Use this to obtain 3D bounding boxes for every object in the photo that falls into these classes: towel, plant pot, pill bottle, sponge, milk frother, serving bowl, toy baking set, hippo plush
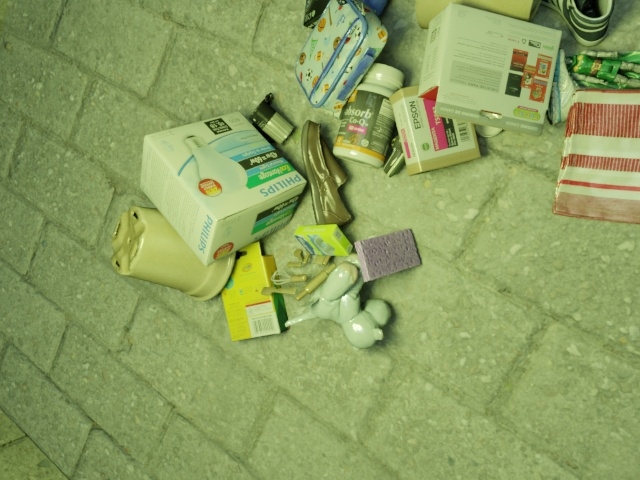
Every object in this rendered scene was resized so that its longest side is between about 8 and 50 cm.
[{"bbox_3d":[0.739,-0.211,1.141,0.237,0.037,0.329,8,104,21],"label":"towel"},{"bbox_3d":[-0.508,0.025,1.516,0.334,0.305,0.333,-12,72,41],"label":"plant pot"},{"bbox_3d":[0.149,-0.367,1.349,0.162,0.162,0.278,18,95,22],"label":"pill bottle"},{"bbox_3d":[0.198,0.040,1.327,0.031,0.210,0.117,-22,82,56],"label":"sponge"},{"bbox_3d":[-0.155,-0.414,1.526,0.135,0.129,0.143,39,74,-18],"label":"milk frother"},{"bbox_3d":[0.425,-0.657,1.169,0.274,0.256,0.256,25,101,22],"label":"plant pot"},{"bbox_3d":[0.479,-0.333,1.283,0.083,0.027,0.083,0,91,23],"label":"serving bowl"},{"bbox_3d":[-0.067,0.114,1.466,0.256,0.030,0.197,-44,38,-13],"label":"toy baking set"},{"bbox_3d":[0.104,0.196,1.339,0.236,0.294,0.234,43,139,6],"label":"hippo plush"}]

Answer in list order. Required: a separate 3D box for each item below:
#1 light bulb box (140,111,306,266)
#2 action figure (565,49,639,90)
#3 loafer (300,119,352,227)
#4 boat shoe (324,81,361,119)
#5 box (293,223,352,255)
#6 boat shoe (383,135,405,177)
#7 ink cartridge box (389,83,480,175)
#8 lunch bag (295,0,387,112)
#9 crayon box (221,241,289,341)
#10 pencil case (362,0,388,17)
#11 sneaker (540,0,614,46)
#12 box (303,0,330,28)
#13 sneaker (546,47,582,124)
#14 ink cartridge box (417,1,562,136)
[{"bbox_3d":[-0.307,-0.175,1.426,0.361,0.358,0.225,47,139,16],"label":"light bulb box"},{"bbox_3d":[0.733,-0.435,1.155,0.232,0.063,0.137,23,103,25],"label":"action figure"},{"bbox_3d":[0.023,-0.206,1.446,0.130,0.134,0.365,-11,97,4],"label":"loafer"},{"bbox_3d":[0.086,-0.512,1.413,0.084,0.095,0.258,32,103,15],"label":"boat shoe"},{"bbox_3d":[0.000,0.000,1.417,0.178,0.109,0.042,-1,50,41],"label":"box"},{"bbox_3d":[0.254,-0.295,1.355,0.069,0.081,0.227,38,98,15],"label":"boat shoe"},{"bbox_3d":[0.319,-0.316,1.258,0.193,0.088,0.234,-16,96,-12],"label":"ink cartridge box"},{"bbox_3d":[0.054,-0.537,1.301,0.303,0.115,0.243,-52,46,38],"label":"lunch bag"},{"bbox_3d":[-0.242,0.177,1.582,0.202,0.081,0.318,-14,87,24],"label":"crayon box"},{"bbox_3d":[0.199,-0.802,1.342,0.133,0.119,0.306,44,107,15],"label":"pencil case"},{"bbox_3d":[0.629,-0.631,1.140,0.099,0.153,0.282,-37,77,19],"label":"sneaker"},{"bbox_3d":[0.014,-0.784,1.412,0.184,0.045,0.190,18,101,62],"label":"box"},{"bbox_3d":[0.642,-0.406,1.188,0.083,0.071,0.190,-6,108,11],"label":"sneaker"},{"bbox_3d":[0.424,-0.417,1.165,0.310,0.130,0.271,9,92,-11],"label":"ink cartridge box"}]
